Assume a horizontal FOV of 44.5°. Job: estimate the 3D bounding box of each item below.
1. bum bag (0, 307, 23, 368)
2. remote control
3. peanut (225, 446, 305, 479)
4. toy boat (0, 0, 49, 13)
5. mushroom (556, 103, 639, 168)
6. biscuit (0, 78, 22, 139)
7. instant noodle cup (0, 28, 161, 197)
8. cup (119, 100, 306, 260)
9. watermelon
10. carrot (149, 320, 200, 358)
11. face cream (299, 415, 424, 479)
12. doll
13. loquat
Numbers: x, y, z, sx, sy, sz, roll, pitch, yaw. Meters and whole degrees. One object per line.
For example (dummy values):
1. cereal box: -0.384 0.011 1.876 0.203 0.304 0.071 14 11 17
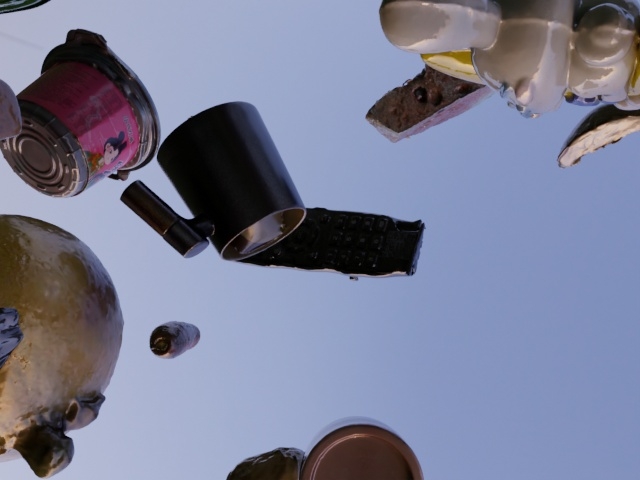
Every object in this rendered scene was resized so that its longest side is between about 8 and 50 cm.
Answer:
1. bum bag: -0.391 0.116 0.706 0.060 0.248 0.123 39 -63 22
2. remote control: 0.000 0.000 1.460 0.399 0.062 0.144 6 -117 27
3. peanut: -0.098 0.371 1.105 0.214 0.099 0.099 -52 -139 6
4. toy boat: -0.302 -0.236 0.675 0.210 0.104 0.052 -1 -122 29
5. mushroom: 0.580 -0.232 1.627 0.210 0.072 0.094 -29 -153 40
6. biscuit: -0.416 -0.125 0.739 0.043 0.278 0.301 -2 -118 31
7. instant noodle cup: -0.432 -0.189 1.345 0.258 0.181 0.302 10 -50 27
8. cup: -0.155 -0.063 1.121 0.177 0.239 0.166 60 -14 13
9. watermelon: 0.178 -0.222 1.213 0.094 0.241 0.154 55 -19 11
10. carrot: -0.242 0.163 1.324 0.186 0.060 0.060 7 98 -85
11. face cream: 0.048 0.295 0.964 0.104 0.149 0.149 94 5 -83
12. doll: 0.186 -0.152 0.632 0.237 0.252 0.111 11 -83 17
13. loquat: -0.403 0.146 0.999 0.328 0.328 0.359 -51 -119 28
